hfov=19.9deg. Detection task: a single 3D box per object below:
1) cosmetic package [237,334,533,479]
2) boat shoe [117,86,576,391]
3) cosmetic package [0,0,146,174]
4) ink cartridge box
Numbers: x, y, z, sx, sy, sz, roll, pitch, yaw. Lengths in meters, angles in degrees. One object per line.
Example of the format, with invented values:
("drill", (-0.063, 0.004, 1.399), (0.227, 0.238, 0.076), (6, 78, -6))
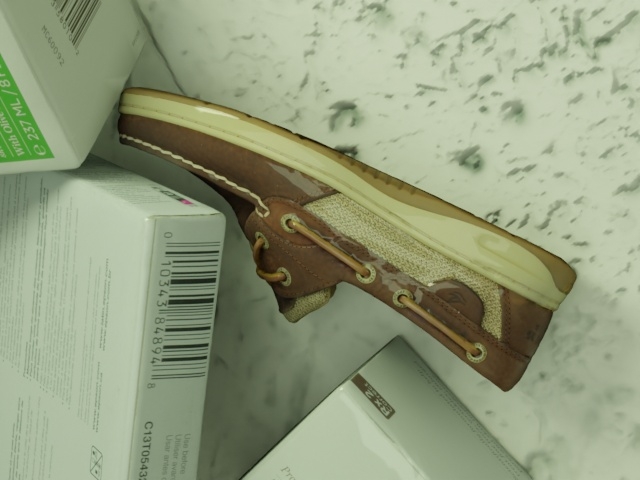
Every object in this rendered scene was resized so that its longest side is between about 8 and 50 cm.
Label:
("cosmetic package", (0.025, 0.193, 1.285), (0.184, 0.151, 0.151), (-44, 87, 19))
("boat shoe", (0.000, 0.000, 1.268), (0.342, 0.123, 0.123), (25, 93, 4))
("cosmetic package", (-0.334, -0.153, 1.275), (0.366, 0.155, 0.197), (-5, 131, 23))
("ink cartridge box", (-0.186, 0.100, 1.316), (0.330, 0.071, 0.324), (26, 113, 55))
